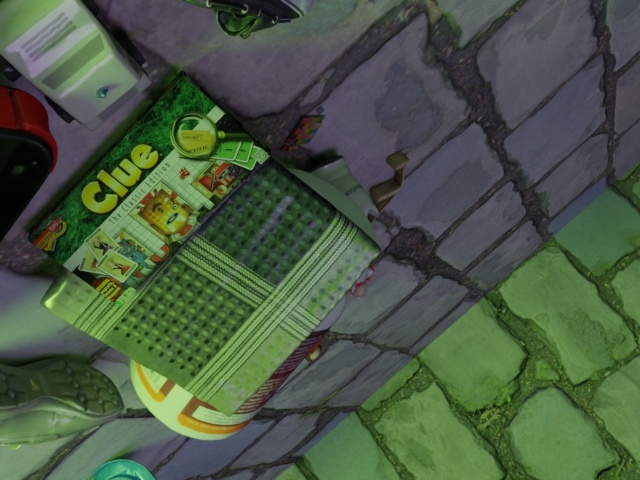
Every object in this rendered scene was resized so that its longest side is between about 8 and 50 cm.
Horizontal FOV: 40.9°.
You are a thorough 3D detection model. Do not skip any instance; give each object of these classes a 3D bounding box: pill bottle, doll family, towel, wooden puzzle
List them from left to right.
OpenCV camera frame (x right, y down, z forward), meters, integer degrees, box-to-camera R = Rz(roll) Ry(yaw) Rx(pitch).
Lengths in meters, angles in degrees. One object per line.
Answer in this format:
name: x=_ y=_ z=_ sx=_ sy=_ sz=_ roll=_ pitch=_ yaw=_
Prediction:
towel: x=-0.136 y=0.037 z=1.071 sx=0.312 sy=0.056 sz=0.324 roll=36 pitch=104 yaw=-24
pill bottle: x=-0.102 y=0.096 z=1.270 sx=0.224 sy=0.224 sz=0.392 roll=-10 pitch=144 yaw=-53
wooden puzzle: x=-0.021 y=-0.154 z=1.200 sx=0.049 sy=0.006 sz=0.083 roll=-11 pitch=145 yaw=-52
doll family: x=-0.003 y=0.115 z=1.672 sx=0.263 sy=0.118 sz=0.163 roll=-50 pitch=159 yaw=-26

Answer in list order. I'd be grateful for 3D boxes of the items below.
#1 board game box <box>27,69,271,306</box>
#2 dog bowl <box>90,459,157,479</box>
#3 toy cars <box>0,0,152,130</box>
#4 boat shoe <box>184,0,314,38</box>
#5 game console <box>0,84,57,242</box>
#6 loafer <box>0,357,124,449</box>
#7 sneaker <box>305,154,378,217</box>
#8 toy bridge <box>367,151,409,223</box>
board game box: x=-0.193 y=-0.053 z=0.971 sx=0.259 sy=0.136 sz=0.030 roll=-44 pitch=-157 yaw=11
dog bowl: x=-0.449 y=0.571 z=1.752 sx=0.297 sy=0.166 sz=0.074 roll=-39 pitch=171 yaw=-2
toy cars: x=-0.176 y=-0.215 z=0.699 sx=0.176 sy=0.087 sz=0.394 roll=-22 pitch=153 yaw=-38
boat shoe: x=-0.072 y=-0.228 z=0.804 sx=0.076 sy=0.080 sz=0.228 roll=-57 pitch=172 yaw=12
game console: x=-0.437 y=0.003 z=0.719 sx=0.386 sy=0.060 sz=0.342 roll=-45 pitch=153 yaw=28
loafer: x=-0.409 y=0.232 z=1.203 sx=0.111 sy=0.112 sz=0.319 roll=-41 pitch=152 yaw=18
sneaker: x=0.000 y=0.000 z=1.379 sx=0.111 sy=0.129 sz=0.297 roll=-30 pitch=159 yaw=-31
toy bridge: x=0.117 y=-0.091 z=1.537 sx=0.063 sy=0.026 sz=0.188 roll=-25 pitch=155 yaw=-39
